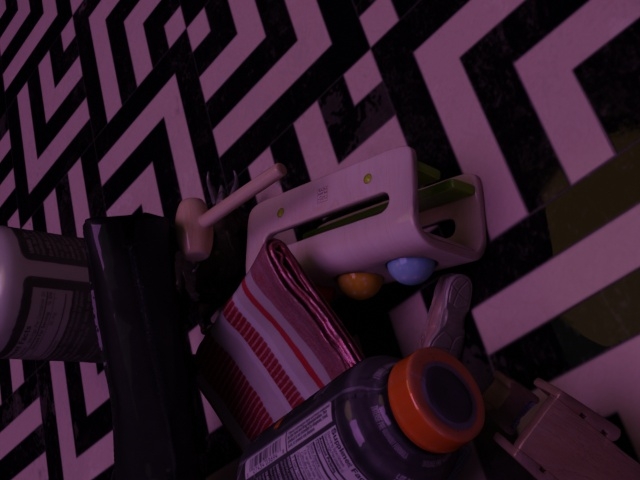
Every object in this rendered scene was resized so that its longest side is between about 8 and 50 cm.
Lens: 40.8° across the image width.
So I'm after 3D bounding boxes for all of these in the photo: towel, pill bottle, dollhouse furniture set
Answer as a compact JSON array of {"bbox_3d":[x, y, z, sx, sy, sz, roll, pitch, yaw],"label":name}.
[{"bbox_3d":[-0.053,0.174,1.019,0.237,0.037,0.329,55,142,15],"label":"towel"},{"bbox_3d":[-0.447,0.086,1.350,0.204,0.361,0.204,-13,72,46],"label":"pill bottle"},{"bbox_3d":[0.038,0.190,0.794,0.245,0.130,0.130,-42,53,38],"label":"pill bottle"},{"bbox_3d":[0.162,0.277,0.867,0.286,0.198,0.303,-53,12,-2],"label":"dollhouse furniture set"}]

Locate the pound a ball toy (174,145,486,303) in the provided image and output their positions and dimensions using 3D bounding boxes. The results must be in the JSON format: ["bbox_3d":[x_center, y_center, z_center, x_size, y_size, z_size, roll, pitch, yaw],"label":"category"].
[{"bbox_3d":[0.000,0.000,0.991,0.319,0.208,0.136,-19,64,43],"label":"pound a ball toy"}]

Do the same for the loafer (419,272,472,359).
[{"bbox_3d":[0.135,0.097,0.955,0.039,0.045,0.125,9,82,65],"label":"loafer"}]

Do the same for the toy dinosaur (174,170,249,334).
[{"bbox_3d":[-0.176,0.055,1.269,0.313,0.121,0.160,-43,41,39],"label":"toy dinosaur"}]

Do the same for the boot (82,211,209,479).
[{"bbox_3d":[-0.251,0.190,1.146,0.367,0.146,0.445,-6,96,61],"label":"boot"}]
